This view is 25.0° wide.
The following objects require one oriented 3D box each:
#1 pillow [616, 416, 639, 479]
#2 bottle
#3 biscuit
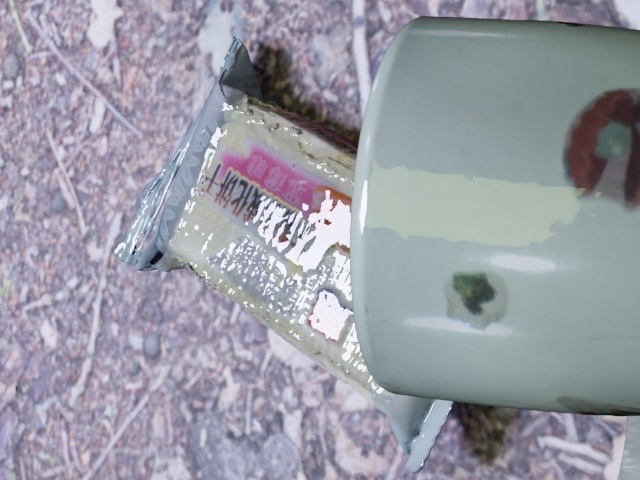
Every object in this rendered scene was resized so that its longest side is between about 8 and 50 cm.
[{"bbox_3d":[0.272,0.124,0.805,0.229,0.051,0.128,11,90,36],"label":"pillow"},{"bbox_3d":[0.206,-0.015,0.740,0.351,0.229,0.229,4,89,18],"label":"bottle"},{"bbox_3d":[-0.002,0.004,0.984,0.309,0.079,0.186,34,102,30],"label":"biscuit"}]
